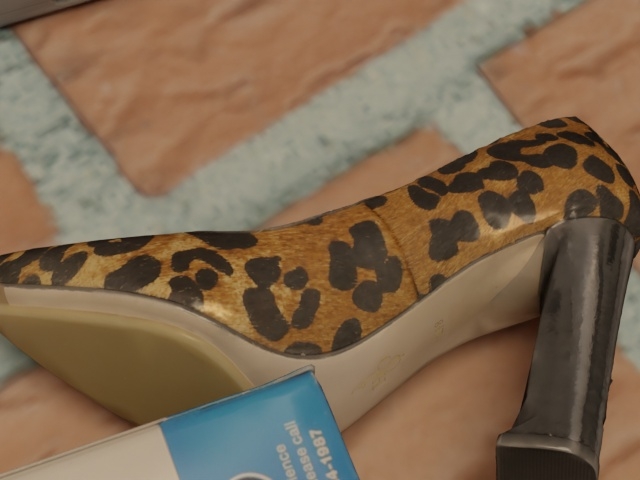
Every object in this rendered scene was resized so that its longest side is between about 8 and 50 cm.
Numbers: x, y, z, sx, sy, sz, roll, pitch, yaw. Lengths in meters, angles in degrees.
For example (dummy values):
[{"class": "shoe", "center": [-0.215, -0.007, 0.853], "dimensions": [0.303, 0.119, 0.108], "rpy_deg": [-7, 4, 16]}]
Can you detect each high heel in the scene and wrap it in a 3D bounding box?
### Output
[{"class": "high heel", "center": [0.000, 0.000, 0.608], "dimensions": [0.261, 0.093, 0.186], "rpy_deg": [12, 49, 7]}]

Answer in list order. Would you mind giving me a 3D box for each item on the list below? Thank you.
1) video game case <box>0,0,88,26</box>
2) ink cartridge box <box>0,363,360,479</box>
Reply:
[{"class": "video game case", "center": [-0.117, -0.272, 0.713], "dimensions": [0.300, 0.036, 0.329], "rpy_deg": [-19, 72, -15]}, {"class": "ink cartridge box", "center": [-0.087, 0.175, 0.462], "dimensions": [0.232, 0.168, 0.171], "rpy_deg": [-17, 71, -14]}]
